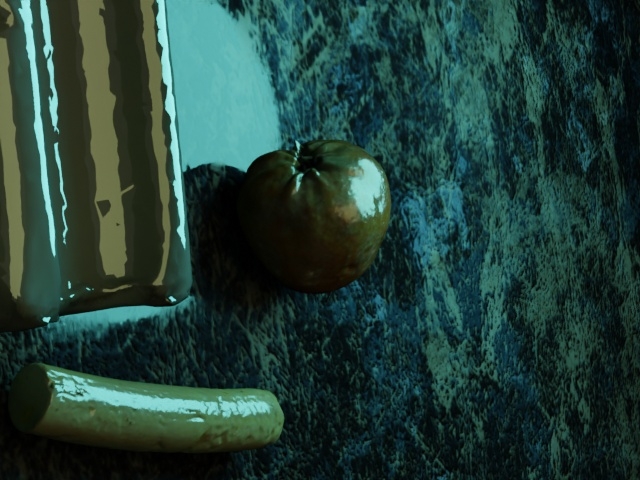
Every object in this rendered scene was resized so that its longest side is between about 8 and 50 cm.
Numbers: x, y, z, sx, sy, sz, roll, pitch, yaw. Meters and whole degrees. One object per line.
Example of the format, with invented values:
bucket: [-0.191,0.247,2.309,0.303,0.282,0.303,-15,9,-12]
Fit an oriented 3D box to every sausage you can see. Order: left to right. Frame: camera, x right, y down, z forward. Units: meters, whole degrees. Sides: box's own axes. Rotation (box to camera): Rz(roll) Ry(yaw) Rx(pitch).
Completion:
sausage: [-0.139,0.148,1.326,0.301,0.066,0.065,13,72,-49]

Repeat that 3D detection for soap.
soap: [-0.281,-0.152,0.994,0.213,0.350,0.435,-7,90,-61]

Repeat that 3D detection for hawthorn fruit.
hawthorn fruit: [0.008,-0.012,1.483,0.189,0.149,0.149,54,44,-25]
